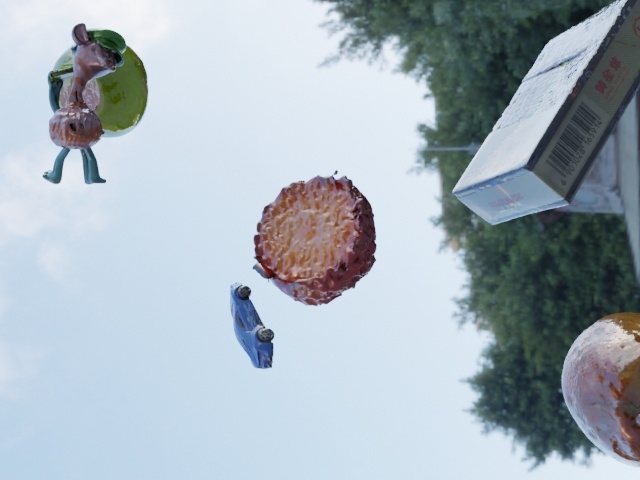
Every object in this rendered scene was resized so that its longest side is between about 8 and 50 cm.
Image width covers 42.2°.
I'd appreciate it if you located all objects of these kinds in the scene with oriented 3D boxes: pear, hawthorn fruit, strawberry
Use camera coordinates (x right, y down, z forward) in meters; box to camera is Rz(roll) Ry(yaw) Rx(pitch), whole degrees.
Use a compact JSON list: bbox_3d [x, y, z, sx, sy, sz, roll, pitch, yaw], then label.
[{"bbox_3d":[-0.400,-0.286,1.539,0.220,0.187,0.187,-47,-49,-64],"label":"pear"},{"bbox_3d":[0.552,0.258,1.404,0.298,0.277,0.277,-21,-69,-69],"label":"hawthorn fruit"},{"bbox_3d":[0.000,0.000,0.880,0.086,0.145,0.145,40,-118,-44],"label":"strawberry"}]

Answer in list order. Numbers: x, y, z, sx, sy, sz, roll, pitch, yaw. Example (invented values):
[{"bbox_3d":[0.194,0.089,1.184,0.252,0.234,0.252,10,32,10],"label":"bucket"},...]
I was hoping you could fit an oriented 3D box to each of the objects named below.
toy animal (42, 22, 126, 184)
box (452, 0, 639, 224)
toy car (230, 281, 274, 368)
[{"bbox_3d":[-0.316,-0.175,1.083,0.100,0.103,0.208,-3,-79,-62],"label":"toy animal"},{"bbox_3d":[0.330,-0.175,1.143,0.084,0.198,0.310,38,-107,-11],"label":"box"},{"bbox_3d":[-0.160,0.186,1.820,0.063,0.216,0.103,-18,-34,-21],"label":"toy car"}]
